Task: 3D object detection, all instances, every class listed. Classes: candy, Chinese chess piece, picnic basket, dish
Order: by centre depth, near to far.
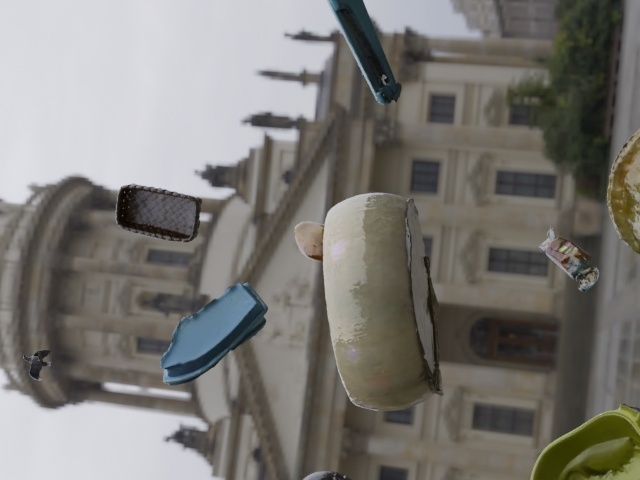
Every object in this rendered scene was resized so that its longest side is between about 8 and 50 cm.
[{"bbox_3d":[0.449,0.388,1.728,0.262,0.108,0.221,-49,41,30],"label":"dish"},{"bbox_3d":[0.100,0.094,1.756,0.338,0.140,0.338,-9,-90,-80],"label":"Chinese chess piece"},{"bbox_3d":[0.405,0.025,1.866,0.046,0.053,0.182,40,-173,-28],"label":"candy"},{"bbox_3d":[-0.343,-0.062,2.434,0.055,0.193,0.110,-27,-52,-68],"label":"picnic basket"}]

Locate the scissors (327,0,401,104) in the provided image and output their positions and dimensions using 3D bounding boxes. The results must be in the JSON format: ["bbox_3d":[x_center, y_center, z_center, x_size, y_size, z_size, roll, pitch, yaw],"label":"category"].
[{"bbox_3d":[0.027,-0.366,1.595,0.180,0.032,0.393,-44,-60,-34],"label":"scissors"}]

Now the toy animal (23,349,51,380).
[{"bbox_3d":[-0.514,0.218,2.049,0.050,0.028,0.084,46,-159,-25],"label":"toy animal"}]

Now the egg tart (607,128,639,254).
[{"bbox_3d":[0.520,-0.049,1.474,0.115,0.290,0.290,-62,-25,-57],"label":"egg tart"}]

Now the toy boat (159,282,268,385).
[{"bbox_3d":[-0.200,0.183,2.099,0.238,0.109,0.098,-40,-31,-3],"label":"toy boat"}]

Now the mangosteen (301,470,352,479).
[{"bbox_3d":[0.013,0.560,2.311,0.172,0.172,0.184,-66,1,-55],"label":"mangosteen"}]

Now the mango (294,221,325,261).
[{"bbox_3d":[0.000,0.000,2.020,0.080,0.114,0.060,-16,-62,-48],"label":"mango"}]
